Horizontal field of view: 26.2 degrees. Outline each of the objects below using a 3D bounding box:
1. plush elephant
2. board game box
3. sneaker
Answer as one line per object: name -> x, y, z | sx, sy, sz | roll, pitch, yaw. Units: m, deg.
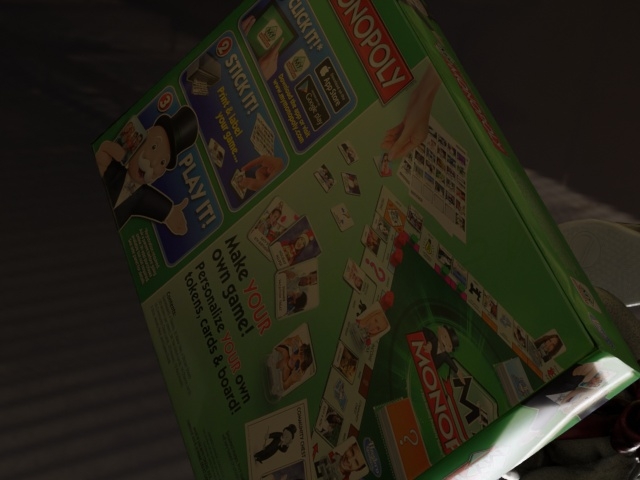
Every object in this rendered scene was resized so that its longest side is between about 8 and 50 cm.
plush elephant -> 0.328, 0.183, 1.413 | 0.255, 0.272, 0.330 | -5, 141, 46
board game box -> 0.000, 0.000, 0.703 | 0.046, 0.213, 0.317 | 30, -152, -46
sneaker -> 0.398, 0.027, 1.605 | 0.295, 0.105, 0.147 | -1, 179, 38
